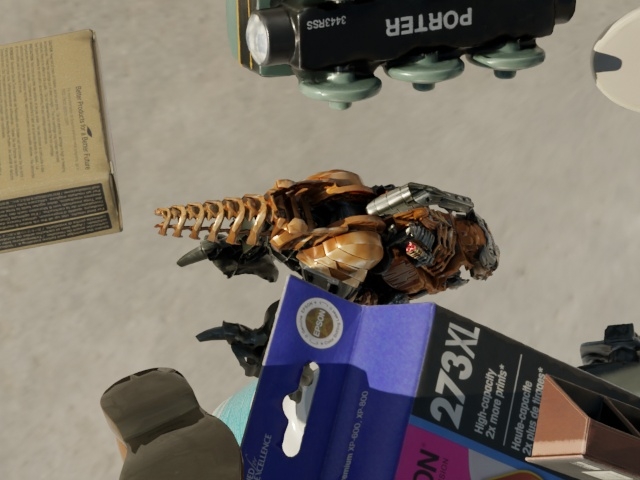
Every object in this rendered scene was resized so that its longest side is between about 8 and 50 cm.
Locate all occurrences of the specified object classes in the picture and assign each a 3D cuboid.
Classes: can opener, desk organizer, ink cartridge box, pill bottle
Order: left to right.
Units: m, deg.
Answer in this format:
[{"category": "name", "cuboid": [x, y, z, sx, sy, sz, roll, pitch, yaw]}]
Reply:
[{"category": "ink cartridge box", "cuboid": [-0.307, -0.098, 1.832, 0.193, 0.234, 0.088, -9, 135, -4]}, {"category": "pill bottle", "cuboid": [-0.019, 0.194, 1.828, 0.146, 0.264, 0.146, 6, 71, -19]}, {"category": "ink cartridge box", "cuboid": [0.127, 0.162, 1.229, 0.371, 0.069, 0.175, 23, 64, -18]}, {"category": "desk organizer", "cuboid": [0.180, 0.114, 1.000, 0.130, 0.047, 0.050, 22, 71, -30]}, {"category": "can opener", "cuboid": [0.372, 0.112, 1.683, 0.280, 0.074, 0.093, -10, 58, 24]}]

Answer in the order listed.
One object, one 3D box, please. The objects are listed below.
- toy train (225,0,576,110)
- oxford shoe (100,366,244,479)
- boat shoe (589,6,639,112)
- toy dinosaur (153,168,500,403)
[{"category": "toy train", "cuboid": [0.069, -0.220, 1.707, 0.334, 0.190, 0.142, -12, 113, -23]}, {"category": "oxford shoe", "cuboid": [-0.081, 0.149, 1.094, 0.076, 0.212, 0.076, -19, 112, -6]}, {"category": "boat shoe", "cuboid": [0.430, -0.217, 1.815, 0.341, 0.158, 0.127, -12, 106, 3]}, {"category": "toy dinosaur", "cuboid": [0.000, 0.000, 1.515, 0.322, 0.164, 0.218, 29, 133, -26]}]
